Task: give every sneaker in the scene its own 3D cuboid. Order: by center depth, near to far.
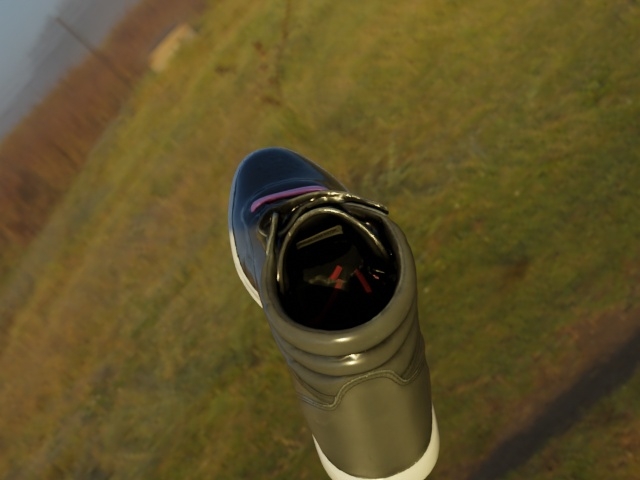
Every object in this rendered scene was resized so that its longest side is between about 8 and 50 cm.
[{"bbox_3d":[0.000,0.000,0.747,0.105,0.146,0.295,-16,45,-7],"label":"sneaker"}]
